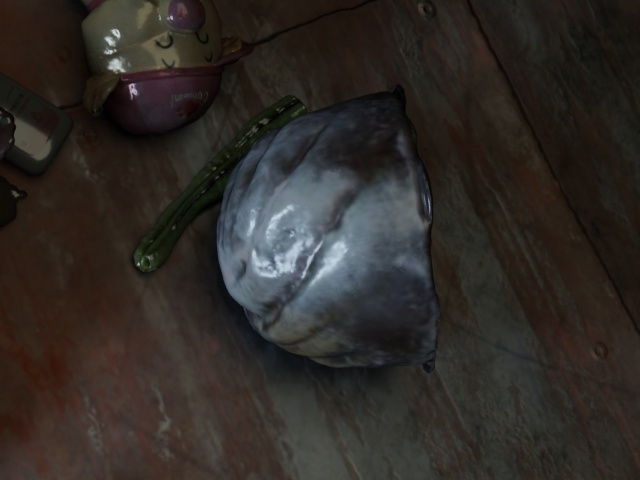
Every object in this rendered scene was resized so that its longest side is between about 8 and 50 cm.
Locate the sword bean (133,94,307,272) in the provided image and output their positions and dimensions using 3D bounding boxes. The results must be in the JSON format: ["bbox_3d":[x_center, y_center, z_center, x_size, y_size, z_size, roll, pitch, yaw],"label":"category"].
[{"bbox_3d":[-0.111,-0.064,1.704,0.043,0.038,0.269,33,64,19],"label":"sword bean"}]

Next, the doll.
[{"bbox_3d":[-0.180,-0.242,1.668,0.196,0.152,0.255,-17,85,-11],"label":"doll"}]

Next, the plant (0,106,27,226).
[{"bbox_3d":[-0.408,-0.076,1.515,0.234,0.204,0.178,21,64,-5],"label":"plant"}]

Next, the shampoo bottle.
[{"bbox_3d":[-0.344,-0.138,1.635,0.165,0.040,0.080,32,68,-10],"label":"shampoo bottle"}]

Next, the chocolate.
[{"bbox_3d":[0.000,0.000,1.617,0.213,0.303,0.303,-6,76,-4],"label":"chocolate"}]
